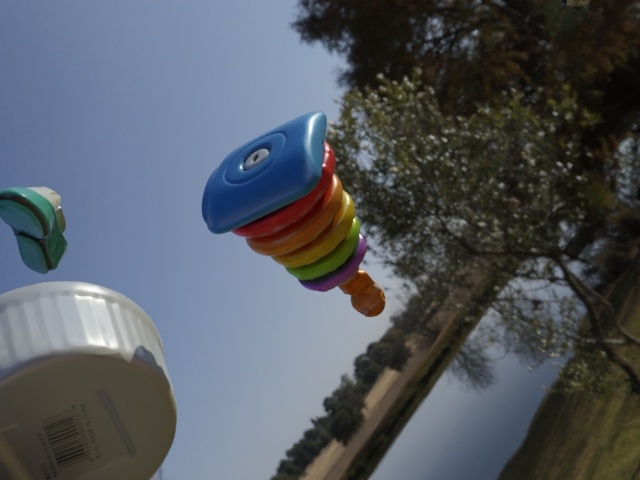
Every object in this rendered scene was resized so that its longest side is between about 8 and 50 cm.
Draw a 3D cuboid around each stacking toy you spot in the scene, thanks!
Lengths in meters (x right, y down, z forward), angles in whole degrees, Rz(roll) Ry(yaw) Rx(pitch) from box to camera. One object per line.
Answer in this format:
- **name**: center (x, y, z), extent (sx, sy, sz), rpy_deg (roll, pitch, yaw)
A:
- **stacking toy**: center (0.000, 0.000, 0.881), extent (0.166, 0.302, 0.175), rpy_deg (-24, 35, 22)

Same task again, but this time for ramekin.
- **ramekin**: center (-0.303, 0.199, 0.784), extent (0.277, 0.135, 0.277), rpy_deg (-13, -60, -24)

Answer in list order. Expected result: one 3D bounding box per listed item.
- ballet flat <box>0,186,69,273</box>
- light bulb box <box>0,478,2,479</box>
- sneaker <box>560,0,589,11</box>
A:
- **ballet flat**: center (-0.442, -0.035, 1.047), extent (0.247, 0.083, 0.087), rpy_deg (114, 177, -60)
- **light bulb box**: center (-0.372, 0.454, 0.526), extent (0.358, 0.225, 0.361), rpy_deg (-33, 19, -8)
- **sneaker**: center (0.426, -0.423, 1.079), extent (0.081, 0.080, 0.211), rpy_deg (-34, 5, 33)
